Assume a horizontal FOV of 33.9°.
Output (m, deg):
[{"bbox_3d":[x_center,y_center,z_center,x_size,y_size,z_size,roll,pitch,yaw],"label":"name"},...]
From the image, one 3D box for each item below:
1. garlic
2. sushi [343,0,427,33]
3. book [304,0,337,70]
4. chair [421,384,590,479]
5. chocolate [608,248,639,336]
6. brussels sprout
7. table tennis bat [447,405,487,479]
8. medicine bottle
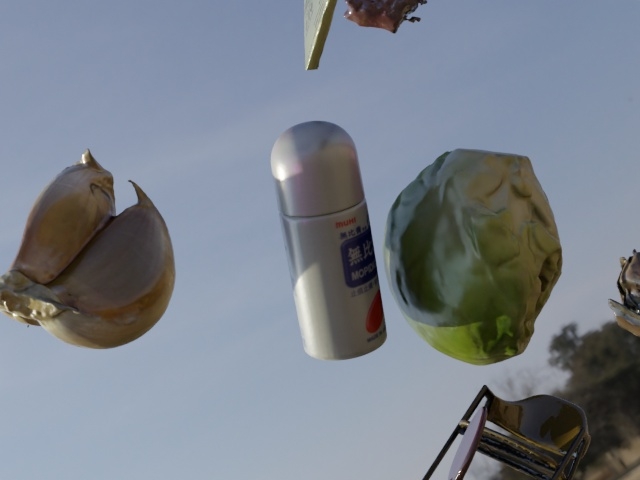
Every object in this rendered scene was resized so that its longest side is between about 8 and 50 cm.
[{"bbox_3d":[-0.383,0.032,1.688,0.286,0.249,0.313,-6,38,27],"label":"garlic"},{"bbox_3d":[0.115,-0.364,1.261,0.241,0.107,0.161,-65,-7,14],"label":"sushi"},{"bbox_3d":[0.001,-0.470,1.850,0.026,0.290,0.201,6,-35,-11],"label":"book"},{"bbox_3d":[0.266,0.302,1.441,0.247,0.158,0.172,-61,-35,-13],"label":"chair"},{"bbox_3d":[0.384,0.115,0.871,0.065,0.329,0.102,-50,-35,-10],"label":"chocolate"},{"bbox_3d":[0.244,0.020,1.604,0.268,0.344,0.344,-6,-31,-31],"label":"brussels sprout"},{"bbox_3d":[0.156,0.258,1.184,0.098,0.019,0.155,103,-169,-72],"label":"table tennis bat"},{"bbox_3d":[0.010,-0.005,1.520,0.130,0.341,0.130,-9,17,3],"label":"medicine bottle"}]
